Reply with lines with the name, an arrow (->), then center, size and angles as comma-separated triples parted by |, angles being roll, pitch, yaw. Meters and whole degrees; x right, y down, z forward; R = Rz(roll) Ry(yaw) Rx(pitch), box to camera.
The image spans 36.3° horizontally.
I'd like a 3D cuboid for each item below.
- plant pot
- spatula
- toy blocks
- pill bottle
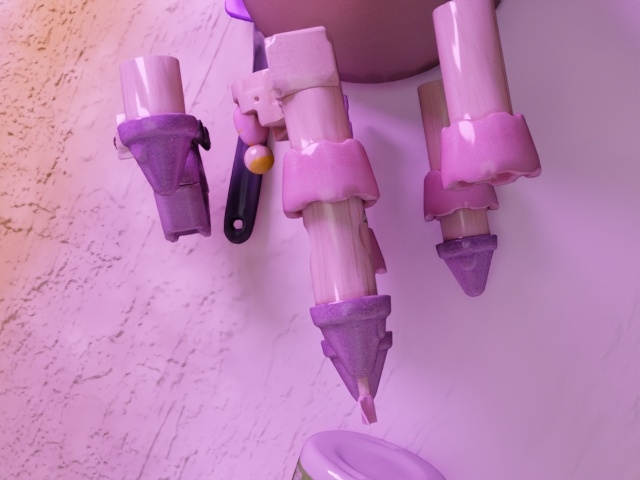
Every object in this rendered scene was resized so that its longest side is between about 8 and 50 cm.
plant pot -> 0.022, -0.269, 0.737 | 0.256, 0.274, 0.257 | 0, 89, 10
spatula -> -0.057, -0.143, 0.908 | 0.084, 0.030, 0.297 | 8, 96, 10
toy blocks -> 0.000, 0.000, 0.750 | 0.308, 0.288, 0.260 | -9, 86, 3
pill bottle -> 0.014, 0.307, 0.863 | 0.136, 0.136, 0.246 | 20, 99, 13
